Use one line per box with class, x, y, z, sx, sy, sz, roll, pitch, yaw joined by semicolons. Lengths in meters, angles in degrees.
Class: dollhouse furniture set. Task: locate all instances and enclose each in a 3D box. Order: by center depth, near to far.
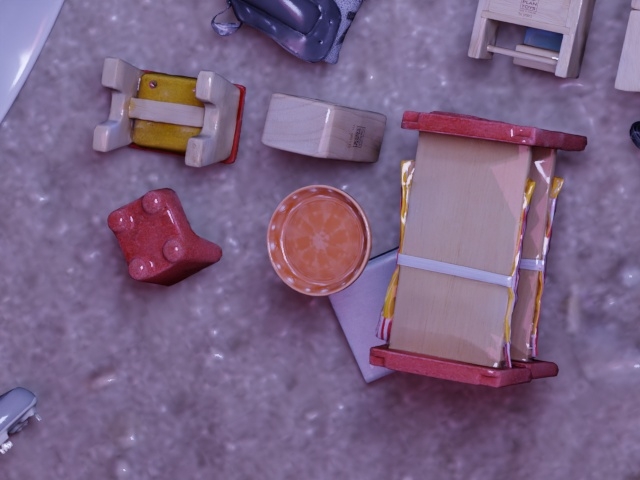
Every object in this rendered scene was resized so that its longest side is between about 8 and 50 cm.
dollhouse furniture set;0.234;-0.188;1.570;0.183;0.129;0.129;15;99;21
dollhouse furniture set;0.007;-0.017;1.584;0.374;0.152;0.201;11;94;21

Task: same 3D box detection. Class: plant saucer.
plant saucer;0.000;0.000;1.496;0.083;0.013;0.084;0;89;22

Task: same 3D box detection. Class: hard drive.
hard drive;0.081;0.049;1.649;0.135;0.022;0.094;-23;97;5

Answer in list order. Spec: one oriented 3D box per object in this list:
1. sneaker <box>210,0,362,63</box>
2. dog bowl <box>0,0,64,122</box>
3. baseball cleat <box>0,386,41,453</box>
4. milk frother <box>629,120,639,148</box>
sneaker;0.039;-0.216;1.576;0.268;0.101;0.153;3;99;7
dog bowl;-0.279;-0.170;1.506;0.104;0.265;0.265;28;98;0
baseball cleat;-0.338;0.168;1.656;0.206;0.072;0.109;-38;89;3
milk frother;0.297;-0.011;1.607;0.143;0.129;0.135;36;100;40
